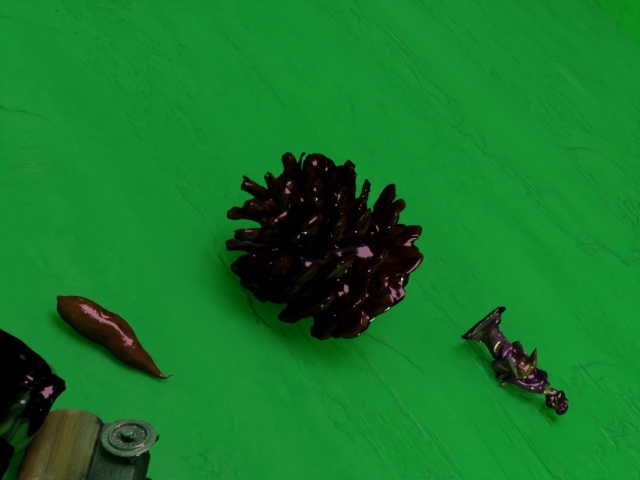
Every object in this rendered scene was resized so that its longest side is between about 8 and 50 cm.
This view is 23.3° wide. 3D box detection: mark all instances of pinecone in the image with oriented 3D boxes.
[{"bbox_3d":[0.000,-0.006,2.370,0.296,0.242,0.298,28,39,-6],"label":"pinecone"}]

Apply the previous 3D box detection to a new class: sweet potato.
[{"bbox_3d":[-0.285,0.133,2.147,0.195,0.056,0.056,37,33,0],"label":"sweet potato"}]

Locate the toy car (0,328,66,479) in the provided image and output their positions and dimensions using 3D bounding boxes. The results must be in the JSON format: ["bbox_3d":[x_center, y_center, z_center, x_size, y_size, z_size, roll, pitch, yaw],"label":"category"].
[{"bbox_3d":[-0.456,0.226,1.789,0.213,0.176,0.358,31,29,2],"label":"toy car"}]

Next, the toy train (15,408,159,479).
[{"bbox_3d":[-0.289,0.328,1.847,0.190,0.126,0.307,-4,35,8],"label":"toy train"}]

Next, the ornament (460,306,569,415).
[{"bbox_3d":[0.323,0.203,2.505,0.203,0.088,0.081,48,11,5],"label":"ornament"}]
